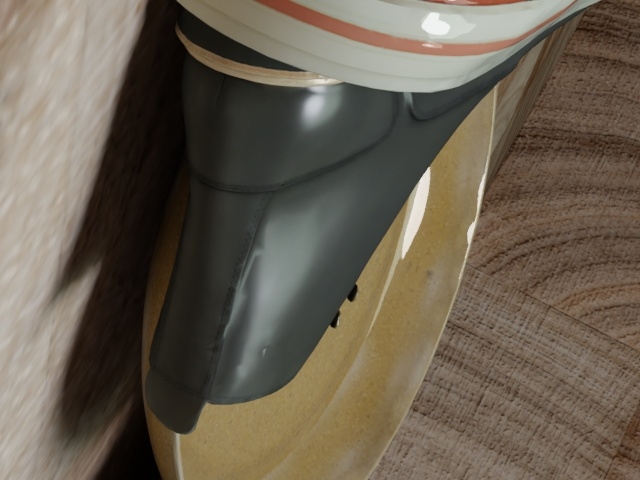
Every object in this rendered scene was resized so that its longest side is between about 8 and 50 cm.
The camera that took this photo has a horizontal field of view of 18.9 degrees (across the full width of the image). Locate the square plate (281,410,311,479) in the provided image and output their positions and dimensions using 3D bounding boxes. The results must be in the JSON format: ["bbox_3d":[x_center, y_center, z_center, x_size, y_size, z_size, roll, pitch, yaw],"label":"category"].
[{"bbox_3d":[-0.061,0.189,0.875,0.347,0.049,0.344,108,-5,-59],"label":"square plate"}]

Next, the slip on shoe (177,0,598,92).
[{"bbox_3d":[0.060,-0.135,0.530,0.331,0.123,0.101,-43,156,-60],"label":"slip on shoe"}]

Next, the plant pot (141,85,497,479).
[{"bbox_3d":[0.000,0.000,0.682,0.236,0.032,0.236,-48,147,-45],"label":"plant pot"}]

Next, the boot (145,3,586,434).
[{"bbox_3d":[0.016,-0.034,0.582,0.198,0.077,0.137,-20,131,-48],"label":"boot"}]
